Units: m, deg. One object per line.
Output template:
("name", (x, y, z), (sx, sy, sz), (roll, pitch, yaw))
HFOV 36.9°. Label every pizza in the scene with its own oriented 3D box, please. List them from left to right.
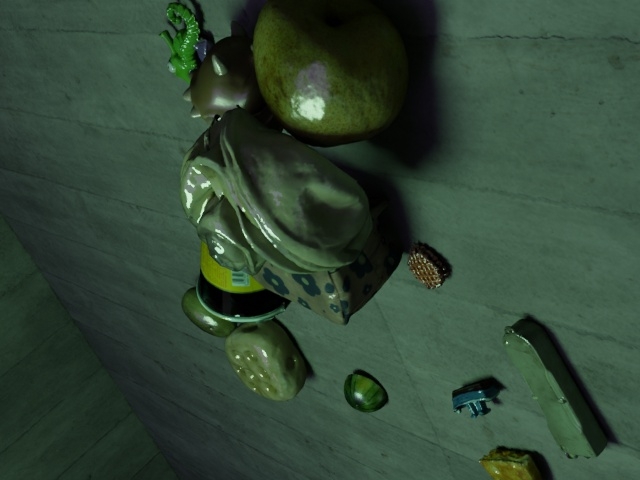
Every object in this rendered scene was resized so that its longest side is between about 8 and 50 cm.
("pizza", (0.375, 0.445, 1.852), (0.134, 0.046, 0.175), (36, 151, 21))

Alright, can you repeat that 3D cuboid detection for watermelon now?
("watermelon", (0.093, 0.343, 2.115), (0.105, 0.062, 0.105), (28, 149, 18))

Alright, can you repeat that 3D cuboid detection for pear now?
("pear", (0.009, -0.235, 1.322), (0.228, 0.188, 0.211), (37, 141, 19))

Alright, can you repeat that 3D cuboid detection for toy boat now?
("toy boat", (0.284, 0.297, 1.770), (0.137, 0.060, 0.061), (-35, 75, 60))

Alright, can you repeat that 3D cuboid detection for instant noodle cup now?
("instant noodle cup", (-0.152, 0.015, 1.906), (0.215, 0.215, 0.236), (32, 142, 29))

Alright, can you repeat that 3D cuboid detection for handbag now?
("handbag", (0.000, 0.000, 1.651), (0.251, 0.193, 0.190), (24, 143, 38))

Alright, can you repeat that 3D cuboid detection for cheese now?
("cheese", (-0.127, 0.289, 2.311), (0.218, 0.117, 0.235), (42, 152, 9))

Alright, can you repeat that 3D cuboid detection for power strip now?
("power strip", (0.380, 0.244, 1.573), (0.080, 0.048, 0.286), (-6, 122, 56))

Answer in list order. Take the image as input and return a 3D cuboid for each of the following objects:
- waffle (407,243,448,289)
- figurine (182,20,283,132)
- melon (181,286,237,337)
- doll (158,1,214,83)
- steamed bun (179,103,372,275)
("waffle", (0.179, 0.044, 1.624), (0.083, 0.029, 0.075), (41, 150, 20))
("figurine", (-0.135, -0.231, 1.555), (0.173, 0.177, 0.247), (29, 161, -3))
("melon", (-0.277, 0.181, 2.407), (0.162, 0.099, 0.099), (36, 152, 11))
("doll", (-0.242, -0.348, 1.701), (0.115, 0.050, 0.190), (37, 150, 7))
("steamed bun", (-0.075, -0.040, 1.404), (0.280, 0.207, 0.268), (32, 175, 19))
